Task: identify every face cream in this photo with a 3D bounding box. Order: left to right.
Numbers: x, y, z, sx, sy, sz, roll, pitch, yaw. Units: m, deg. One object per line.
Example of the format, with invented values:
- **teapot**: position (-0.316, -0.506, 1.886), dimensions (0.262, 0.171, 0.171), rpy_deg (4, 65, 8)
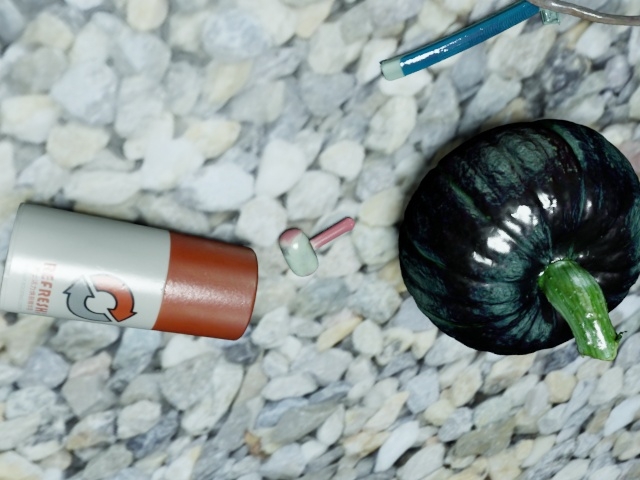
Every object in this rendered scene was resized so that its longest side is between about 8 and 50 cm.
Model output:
- **face cream**: position (-0.172, 0.033, 0.625), dimensions (0.214, 0.096, 0.096), rpy_deg (11, 108, -21)

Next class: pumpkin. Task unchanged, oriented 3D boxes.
- **pumpkin**: position (0.209, 0.016, 0.649), dimensions (0.247, 0.248, 0.248), rpy_deg (-6, 113, -14)

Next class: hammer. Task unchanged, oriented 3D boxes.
- **hammer**: position (0.000, 0.000, 0.702), dimensions (0.083, 0.031, 0.053), rpy_deg (-31, 121, -10)

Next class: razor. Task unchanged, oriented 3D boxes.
- **razor**: position (0.148, -0.202, 0.656), dimensions (0.191, 0.037, 0.068), rpy_deg (-27, 118, -4)

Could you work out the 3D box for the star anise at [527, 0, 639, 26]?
- **star anise**: position (0.207, -0.261, 0.628), dimensions (0.227, 0.218, 0.148), rpy_deg (28, 65, -46)
